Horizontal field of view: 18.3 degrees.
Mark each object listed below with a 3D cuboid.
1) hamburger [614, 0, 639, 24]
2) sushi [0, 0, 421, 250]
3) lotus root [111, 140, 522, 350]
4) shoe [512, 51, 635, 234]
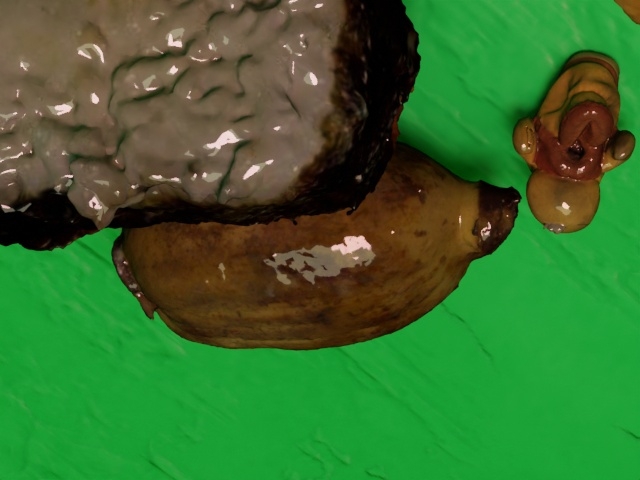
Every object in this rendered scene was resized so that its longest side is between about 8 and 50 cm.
[{"bbox_3d":[0.272,-0.223,0.960,0.319,0.158,0.318,-15,153,-8],"label":"hamburger"},{"bbox_3d":[-0.120,-0.078,1.139,0.343,0.196,0.182,-1,159,15],"label":"sushi"},{"bbox_3d":[0.000,0.000,1.246,0.260,0.128,0.145,-9,161,12],"label":"lotus root"},{"bbox_3d":[0.153,-0.059,1.227,0.072,0.069,0.109,26,121,-8],"label":"shoe"}]
